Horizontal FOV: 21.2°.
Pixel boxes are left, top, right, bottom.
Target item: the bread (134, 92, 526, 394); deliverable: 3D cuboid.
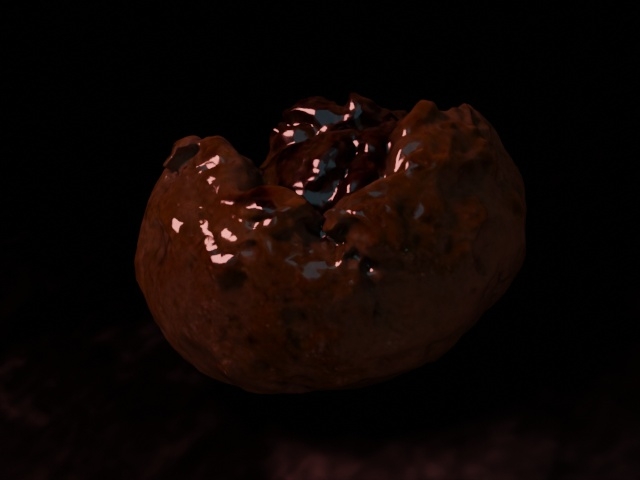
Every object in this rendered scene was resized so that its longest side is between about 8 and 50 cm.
[{"bbox_3d":[0.000,0.000,0.469,0.113,0.060,0.082,-10,39,14],"label":"bread"}]
